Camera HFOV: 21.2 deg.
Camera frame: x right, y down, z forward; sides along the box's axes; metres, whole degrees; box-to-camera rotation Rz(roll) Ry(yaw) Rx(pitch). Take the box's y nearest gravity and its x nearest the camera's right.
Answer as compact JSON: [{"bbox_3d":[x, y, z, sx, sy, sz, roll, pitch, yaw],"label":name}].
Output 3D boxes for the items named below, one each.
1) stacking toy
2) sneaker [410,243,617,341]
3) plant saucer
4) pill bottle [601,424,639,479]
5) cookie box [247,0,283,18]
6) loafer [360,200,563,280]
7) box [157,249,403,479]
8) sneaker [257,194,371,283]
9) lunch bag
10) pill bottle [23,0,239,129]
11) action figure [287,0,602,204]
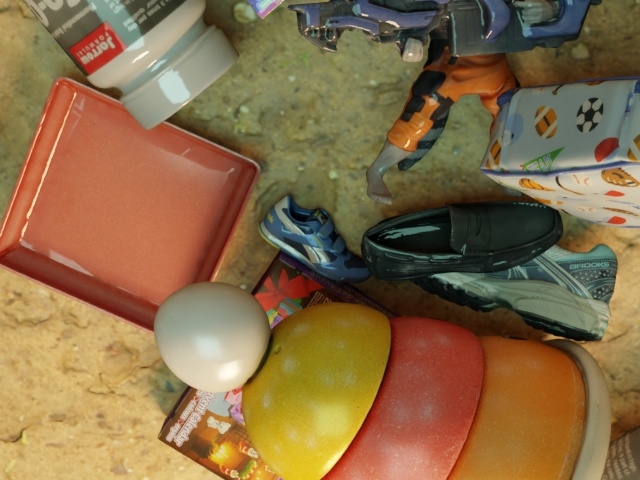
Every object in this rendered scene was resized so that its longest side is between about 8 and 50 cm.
[{"bbox_3d":[0.040,0.178,1.851,0.480,0.350,0.350,29,113,-17],"label":"stacking toy"},{"bbox_3d":[0.206,0.021,1.959,0.283,0.110,0.122,19,78,14],"label":"sneaker"},{"bbox_3d":[-0.228,-0.038,2.015,0.259,0.047,0.258,24,113,-1],"label":"plant saucer"},{"bbox_3d":[0.394,0.315,1.975,0.361,0.204,0.204,-35,103,19],"label":"pill bottle"},{"bbox_3d":[-0.035,-0.294,1.854,0.092,0.107,0.040,-37,102,20],"label":"cookie box"},{"bbox_3d":[0.155,-0.005,1.877,0.223,0.076,0.078,-10,152,5],"label":"loafer"},{"bbox_3d":[-0.037,0.174,2.062,0.201,0.057,0.293,32,112,-6],"label":"box"},{"bbox_3d":[0.000,0.000,1.993,0.144,0.053,0.059,30,110,-5],"label":"sneaker"},{"bbox_3d":[0.325,-0.081,1.743,0.243,0.303,0.115,19,82,-33],"label":"lunch bag"},{"bbox_3d":[-0.228,-0.269,1.862,0.161,0.161,0.283,-35,102,19],"label":"pill bottle"},{"bbox_3d":[0.108,-0.209,1.835,0.341,0.178,0.330,1,108,-19],"label":"action figure"}]
